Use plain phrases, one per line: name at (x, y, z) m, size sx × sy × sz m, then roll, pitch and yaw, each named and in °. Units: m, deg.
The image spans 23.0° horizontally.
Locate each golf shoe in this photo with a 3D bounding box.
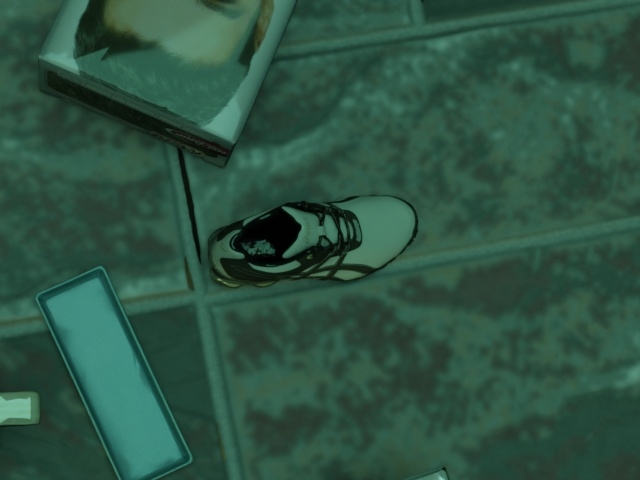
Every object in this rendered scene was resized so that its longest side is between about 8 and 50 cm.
golf shoe at (0.000, 0.000, 1.398) m, size 0.198 × 0.094 × 0.077 m, roll -14°, pitch 82°, yaw -13°

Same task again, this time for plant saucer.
plant saucer at (-0.181, 0.121, 1.385) m, size 0.067 × 0.018 × 0.192 m, roll -25°, pitch 85°, yaw -13°

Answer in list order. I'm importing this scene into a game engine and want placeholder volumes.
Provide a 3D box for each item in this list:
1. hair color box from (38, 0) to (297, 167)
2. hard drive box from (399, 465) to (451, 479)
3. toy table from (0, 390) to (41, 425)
hair color box at (-0.095, -0.276, 1.418) m, size 0.185 × 0.113 × 0.374 m, roll 23°, pitch 78°, yaw -5°
hard drive box at (0.055, 0.324, 1.299) m, size 0.181 × 0.089 × 0.232 m, roll -17°, pitch 80°, yaw -2°
toy table at (-0.356, 0.139, 1.280) m, size 0.252 × 0.161 × 0.274 m, roll -12°, pitch 84°, yaw -11°
